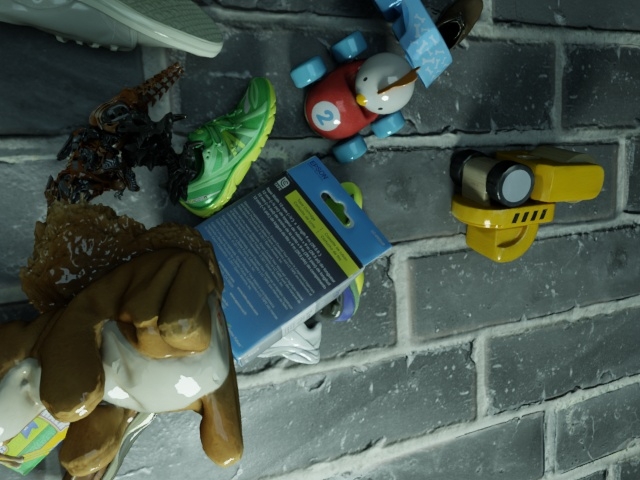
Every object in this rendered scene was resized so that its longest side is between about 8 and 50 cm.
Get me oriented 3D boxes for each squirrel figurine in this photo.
[{"bbox_3d":[-0.326,0.124,0.717,0.370,0.397,0.281,-11,133,-4],"label":"squirrel figurine"}]

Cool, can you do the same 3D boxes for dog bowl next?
[{"bbox_3d":[0.164,-0.450,1.018,0.074,0.166,0.297,-31,93,17],"label":"dog bowl"}]

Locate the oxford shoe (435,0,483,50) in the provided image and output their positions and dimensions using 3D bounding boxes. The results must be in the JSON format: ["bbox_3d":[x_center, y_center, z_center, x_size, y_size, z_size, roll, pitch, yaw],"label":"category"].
[{"bbox_3d":[0.299,-0.473,1.139,0.227,0.096,0.083,-47,110,-13],"label":"oxford shoe"}]

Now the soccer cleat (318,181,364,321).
[{"bbox_3d":[0.048,0.024,1.070,0.121,0.093,0.289,5,92,-55],"label":"soccer cleat"}]

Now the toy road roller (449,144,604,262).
[{"bbox_3d":[0.467,-0.088,1.208,0.329,0.202,0.241,-7,111,-17],"label":"toy road roller"}]

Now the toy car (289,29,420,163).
[{"bbox_3d":[0.093,-0.289,0.995,0.210,0.238,0.219,-36,108,-15],"label":"toy car"}]

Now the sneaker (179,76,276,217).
[{"bbox_3d":[-0.180,-0.188,0.961,0.123,0.109,0.296,31,84,-27],"label":"sneaker"}]

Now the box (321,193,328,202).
[{"bbox_3d":[0.000,0.000,1.099,0.186,0.038,0.145,-42,111,-14],"label":"box"}]

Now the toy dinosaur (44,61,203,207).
[{"bbox_3d":[-0.334,-0.175,0.870,0.218,0.164,0.322,23,94,20],"label":"toy dinosaur"}]

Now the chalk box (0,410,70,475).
[{"bbox_3d":[-0.458,0.250,0.851,0.213,0.132,0.132,-44,111,8],"label":"chalk box"}]

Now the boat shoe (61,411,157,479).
[{"bbox_3d":[-0.403,0.351,0.936,0.120,0.122,0.324,38,73,-17],"label":"boat shoe"}]

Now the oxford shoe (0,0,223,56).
[{"bbox_3d":[-0.385,-0.387,0.848,0.449,0.169,0.130,7,135,-31],"label":"oxford shoe"}]

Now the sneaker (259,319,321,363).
[{"bbox_3d":[-0.098,0.185,1.064,0.232,0.090,0.115,16,83,-33],"label":"sneaker"}]

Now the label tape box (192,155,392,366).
[{"bbox_3d":[-0.079,0.031,0.970,0.347,0.115,0.249,-34,75,-17],"label":"label tape box"}]
